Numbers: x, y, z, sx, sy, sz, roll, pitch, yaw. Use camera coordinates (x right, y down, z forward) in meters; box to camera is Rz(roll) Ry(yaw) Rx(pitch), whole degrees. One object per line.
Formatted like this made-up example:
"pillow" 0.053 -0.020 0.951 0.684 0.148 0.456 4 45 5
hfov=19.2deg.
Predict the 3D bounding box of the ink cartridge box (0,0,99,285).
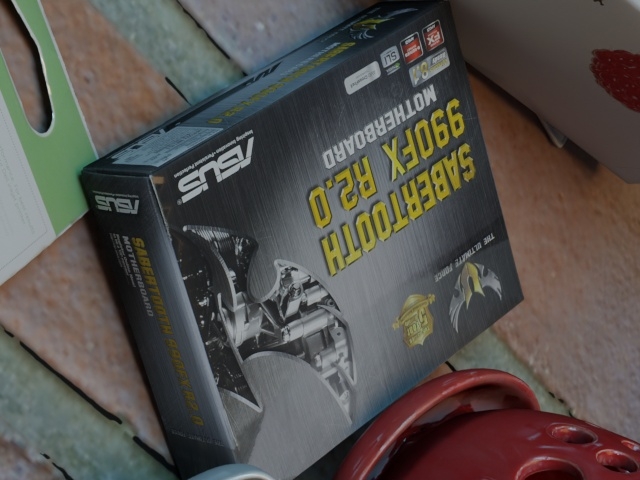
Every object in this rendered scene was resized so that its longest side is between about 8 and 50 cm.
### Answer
"ink cartridge box" -0.188 -0.046 0.808 0.235 0.056 0.171 -52 127 -60

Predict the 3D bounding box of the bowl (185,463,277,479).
"bowl" -0.062 0.180 0.900 0.142 0.053 0.142 -30 115 -9

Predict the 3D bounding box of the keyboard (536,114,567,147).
"keyboard" 0.190 -0.174 1.193 0.072 0.014 0.256 51 58 -31

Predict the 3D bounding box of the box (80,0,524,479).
"box" 0.000 0.000 0.975 0.231 0.056 0.183 -33 116 -39

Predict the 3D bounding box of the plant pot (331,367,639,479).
"plant pot" 0.100 0.175 0.975 0.191 0.174 0.191 -28 133 -34

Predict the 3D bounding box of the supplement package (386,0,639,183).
"supplement package" 0.173 -0.169 1.044 0.293 0.177 0.175 32 73 -34
